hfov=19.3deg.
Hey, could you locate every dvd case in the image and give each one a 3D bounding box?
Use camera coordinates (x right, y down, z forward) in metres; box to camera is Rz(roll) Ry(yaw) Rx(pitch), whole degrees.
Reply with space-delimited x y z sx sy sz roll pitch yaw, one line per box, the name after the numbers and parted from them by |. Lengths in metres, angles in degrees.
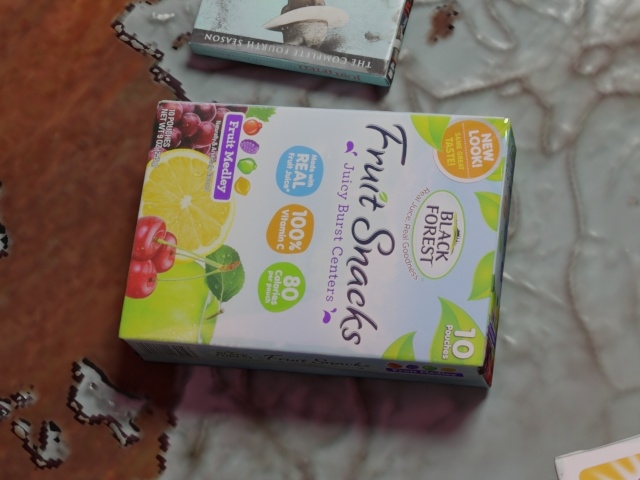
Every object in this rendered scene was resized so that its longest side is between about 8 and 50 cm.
0.002 -0.126 0.781 0.087 0.013 0.119 12 75 15 | dvd case

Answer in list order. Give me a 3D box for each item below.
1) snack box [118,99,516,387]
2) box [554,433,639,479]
0.000 0.000 0.725 0.141 0.037 0.100 4 73 12 | snack box
0.157 0.158 0.605 0.114 0.103 0.203 -16 69 5 | box
